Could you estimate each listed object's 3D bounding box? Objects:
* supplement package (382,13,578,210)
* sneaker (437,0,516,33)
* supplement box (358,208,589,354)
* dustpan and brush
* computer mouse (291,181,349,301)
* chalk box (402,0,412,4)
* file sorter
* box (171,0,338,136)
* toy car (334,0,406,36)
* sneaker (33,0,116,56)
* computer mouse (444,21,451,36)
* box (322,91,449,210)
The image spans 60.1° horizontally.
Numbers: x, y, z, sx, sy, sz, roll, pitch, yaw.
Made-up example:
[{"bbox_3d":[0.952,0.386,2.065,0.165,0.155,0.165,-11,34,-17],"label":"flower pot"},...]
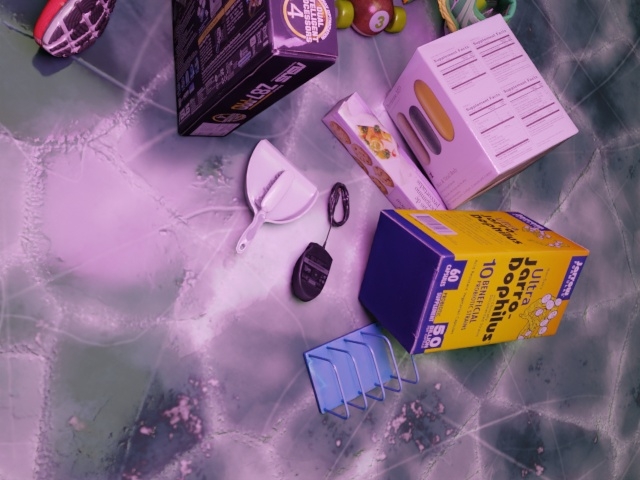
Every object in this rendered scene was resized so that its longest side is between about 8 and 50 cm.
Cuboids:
[{"bbox_3d":[0.291,-0.235,1.052,0.198,0.199,0.263,-27,82,-18],"label":"supplement package"},{"bbox_3d":[0.327,-0.429,1.099,0.295,0.123,0.110,28,81,-54],"label":"sneaker"},{"bbox_3d":[0.285,0.066,1.046,0.356,0.195,0.194,-1,116,-28],"label":"supplement box"},{"bbox_3d":[-0.093,-0.062,0.962,0.147,0.060,0.211,40,69,-20],"label":"dustpan and brush"},{"bbox_3d":[0.000,0.000,1.027,0.071,0.041,0.242,35,64,-31],"label":"computer mouse"},{"bbox_3d":[0.256,-0.603,1.145,0.213,0.132,0.132,-32,101,-25],"label":"chalk box"},{"bbox_3d":[0.077,0.235,1.011,0.170,0.104,0.118,-18,95,-28],"label":"file sorter"},{"bbox_3d":[-0.120,-0.343,0.778,0.097,0.394,0.319,-5,88,-29],"label":"box"},{"bbox_3d":[0.123,-0.483,1.033,0.154,0.188,0.149,-7,90,-28],"label":"toy car"},{"bbox_3d":[-0.368,-0.403,0.832,0.118,0.107,0.279,21,73,-7],"label":"sneaker"},{"bbox_3d":[0.301,-0.450,1.212,0.105,0.042,0.193,11,87,-23],"label":"computer mouse"},{"bbox_3d":[0.136,-0.143,1.089,0.324,0.067,0.063,48,68,-19],"label":"box"}]
